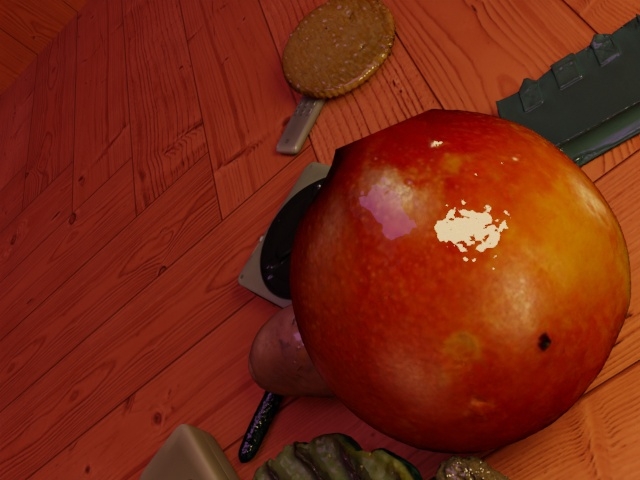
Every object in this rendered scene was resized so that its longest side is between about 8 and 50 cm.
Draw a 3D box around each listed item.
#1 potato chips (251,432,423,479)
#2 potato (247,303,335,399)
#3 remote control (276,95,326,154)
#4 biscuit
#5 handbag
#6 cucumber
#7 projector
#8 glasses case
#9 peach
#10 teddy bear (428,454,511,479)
[{"bbox_3d":[0.033,0.391,0.834,0.429,0.070,0.358,37,114,45],"label":"potato chips"},{"bbox_3d":[-0.019,0.158,1.089,0.235,0.161,0.128,-9,31,32],"label":"potato"},{"bbox_3d":[-0.016,-0.288,1.533,0.067,0.029,0.261,12,71,49],"label":"remote control"},{"bbox_3d":[0.034,-0.385,1.512,0.254,0.035,0.254,-13,58,22],"label":"biscuit"},{"bbox_3d":[0.362,-0.195,1.051,0.229,0.062,0.179,-31,40,27],"label":"handbag"},{"bbox_3d":[-0.093,0.284,1.182,0.032,0.032,0.133,10,71,49],"label":"cucumber"},{"bbox_3d":[0.000,0.000,1.260,0.259,0.079,0.257,21,77,49],"label":"projector"},{"bbox_3d":[-0.169,0.413,1.131,0.131,0.070,0.313,-53,38,2],"label":"glasses case"},{"bbox_3d":[0.138,0.038,0.841,0.388,0.388,0.388,-26,46,31],"label":"peach"},{"bbox_3d":[0.205,0.328,0.773,0.129,0.182,0.251,-15,53,-14],"label":"teddy bear"}]
